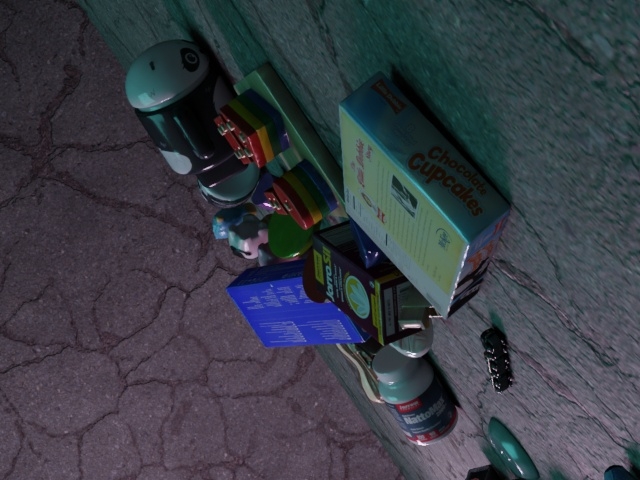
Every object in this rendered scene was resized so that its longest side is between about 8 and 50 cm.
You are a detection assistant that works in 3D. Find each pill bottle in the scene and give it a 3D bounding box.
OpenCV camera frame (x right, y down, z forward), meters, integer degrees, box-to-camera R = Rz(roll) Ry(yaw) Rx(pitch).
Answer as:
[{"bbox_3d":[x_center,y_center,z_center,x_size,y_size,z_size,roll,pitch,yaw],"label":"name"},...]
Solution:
[{"bbox_3d":[0.167,0.274,1.885,0.180,0.108,0.108,58,171,-28],"label":"pill bottle"},{"bbox_3d":[-0.201,-0.136,2.242,0.130,0.130,0.245,54,172,-1],"label":"pill bottle"}]

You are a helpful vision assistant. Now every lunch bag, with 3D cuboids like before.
[{"bbox_3d":[0.078,-0.011,1.366,0.098,0.065,0.067,81,168,-75],"label":"lunch bag"}]

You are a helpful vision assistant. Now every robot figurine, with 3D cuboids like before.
[{"bbox_3d":[-0.235,-0.234,1.907,0.209,0.173,0.278,8,138,47],"label":"robot figurine"}]

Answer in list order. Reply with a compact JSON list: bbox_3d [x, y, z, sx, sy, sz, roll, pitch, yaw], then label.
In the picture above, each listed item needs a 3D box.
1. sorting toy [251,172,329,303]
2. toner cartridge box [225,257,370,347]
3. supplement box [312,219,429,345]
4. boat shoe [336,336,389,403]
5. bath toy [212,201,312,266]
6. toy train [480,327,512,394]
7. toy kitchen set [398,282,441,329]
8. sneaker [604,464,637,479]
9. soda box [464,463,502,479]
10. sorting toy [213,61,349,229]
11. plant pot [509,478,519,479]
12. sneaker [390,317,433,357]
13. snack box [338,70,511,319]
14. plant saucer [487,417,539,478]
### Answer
[{"bbox_3d":[0.000,0.000,1.867,0.126,0.127,0.365,23,-162,-39],"label":"sorting toy"},{"bbox_3d":[-0.038,0.125,2.085,0.348,0.075,0.165,-10,119,53],"label":"toner cartridge box"},{"bbox_3d":[0.069,0.055,1.485,0.188,0.081,0.104,37,139,52],"label":"supplement box"},{"bbox_3d":[0.106,0.223,2.193,0.095,0.095,0.257,-16,111,45],"label":"boat shoe"},{"bbox_3d":[-0.088,0.036,2.292,0.348,0.151,0.129,37,148,38],"label":"bath toy"},{"bbox_3d":[0.224,0.155,1.337,0.036,0.027,0.158,53,173,34],"label":"toy train"},{"bbox_3d":[0.155,0.095,1.371,0.068,0.083,0.075,-4,134,30],"label":"toy kitchen set"},{"bbox_3d":[0.353,0.307,1.170,0.073,0.063,0.162,-108,-4,-50],"label":"sneaker"},{"bbox_3d":[0.290,0.493,1.936,0.060,0.053,0.169,56,-145,-11],"label":"soda box"},{"bbox_3d":[-0.064,-0.131,1.606,0.257,0.089,0.255,56,172,-9],"label":"sorting toy"},{"bbox_3d":[0.331,0.511,1.787,0.165,0.167,0.167,60,175,23],"label":"plant pot"},{"bbox_3d":[0.121,0.107,1.595,0.115,0.090,0.232,52,-176,-39],"label":"sneaker"},{"bbox_3d":[0.103,-0.034,1.116,0.187,0.060,0.322,48,171,14],"label":"snack box"},{"bbox_3d":[0.303,0.339,1.669,0.119,0.021,0.119,53,171,11],"label":"plant saucer"}]
